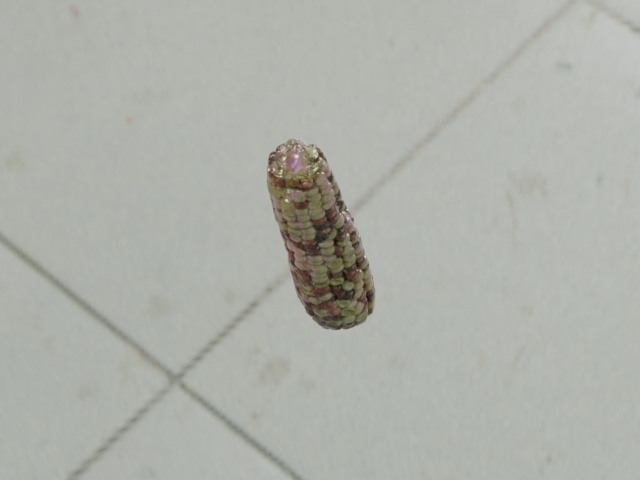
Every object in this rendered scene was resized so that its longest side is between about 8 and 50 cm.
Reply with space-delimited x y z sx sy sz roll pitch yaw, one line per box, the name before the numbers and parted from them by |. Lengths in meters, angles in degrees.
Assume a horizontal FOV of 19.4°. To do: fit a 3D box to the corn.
corn | 0.000 0.000 2.112 0.092 0.280 0.092 -8 50 9
